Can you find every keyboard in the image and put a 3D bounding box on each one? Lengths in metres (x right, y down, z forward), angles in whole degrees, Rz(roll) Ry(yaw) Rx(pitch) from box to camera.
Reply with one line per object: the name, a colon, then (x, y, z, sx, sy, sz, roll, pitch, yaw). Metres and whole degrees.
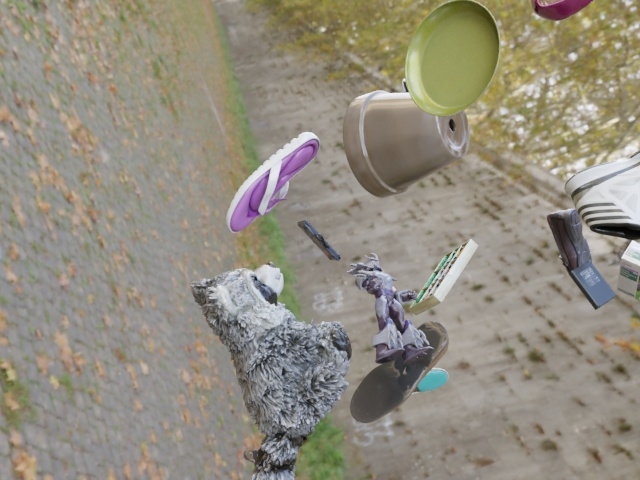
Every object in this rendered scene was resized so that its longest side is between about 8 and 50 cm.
keyboard: (0.000, 0.000, 2.410, 0.180, 0.023, 0.108, 46, -14, -13)

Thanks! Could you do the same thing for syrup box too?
syrup box: (1.186, 0.114, 2.688, 0.093, 0.096, 0.237, 28, -21, 31)

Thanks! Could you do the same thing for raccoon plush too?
raccoon plush: (-0.128, 0.263, 1.299, 0.216, 0.299, 0.446, -23, -130, 54)

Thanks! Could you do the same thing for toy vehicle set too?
toy vehicle set: (0.404, 0.121, 2.346, 0.035, 0.267, 0.166, 41, -31, -3)

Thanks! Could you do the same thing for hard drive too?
hard drive: (0.834, 0.136, 2.186, 0.135, 0.094, 0.022, 57, -30, 15)

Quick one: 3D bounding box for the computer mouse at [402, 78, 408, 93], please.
computer mouse: (0.317, -0.452, 2.302, 0.042, 0.106, 0.193, -42, -121, 49)

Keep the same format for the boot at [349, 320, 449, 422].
boot: (0.202, 0.335, 1.734, 0.112, 0.305, 0.115, 44, -7, 31)

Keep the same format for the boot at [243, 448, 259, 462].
boot: (-0.166, 0.603, 1.974, 0.114, 0.106, 0.037, 120, -20, -66)

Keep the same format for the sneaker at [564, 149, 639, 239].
sneaker: (1.000, -0.140, 2.156, 0.169, 0.448, 0.257, 50, 21, -60)

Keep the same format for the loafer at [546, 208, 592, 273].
loafer: (0.850, 0.025, 2.430, 0.095, 0.109, 0.302, 0, -57, 41)

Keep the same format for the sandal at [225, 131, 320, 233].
sandal: (-0.143, -0.176, 2.283, 0.102, 0.416, 0.169, 41, -1, 28)

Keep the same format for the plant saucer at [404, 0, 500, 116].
plant saucer: (0.278, -0.375, 1.484, 0.037, 0.241, 0.241, 4, 56, -43)

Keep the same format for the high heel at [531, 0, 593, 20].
high heel: (0.543, -0.531, 1.261, 0.127, 0.377, 0.181, 48, 30, 5)

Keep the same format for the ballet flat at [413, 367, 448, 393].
ballet flat: (0.319, 0.492, 2.486, 0.086, 0.249, 0.086, 165, -90, -81)

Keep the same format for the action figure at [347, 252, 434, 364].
action figure: (0.156, 0.145, 1.642, 0.185, 0.099, 0.285, 14, 46, -36)

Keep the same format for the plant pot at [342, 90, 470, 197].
plant pot: (0.272, -0.307, 2.097, 0.323, 0.280, 0.323, 15, 70, -49)
